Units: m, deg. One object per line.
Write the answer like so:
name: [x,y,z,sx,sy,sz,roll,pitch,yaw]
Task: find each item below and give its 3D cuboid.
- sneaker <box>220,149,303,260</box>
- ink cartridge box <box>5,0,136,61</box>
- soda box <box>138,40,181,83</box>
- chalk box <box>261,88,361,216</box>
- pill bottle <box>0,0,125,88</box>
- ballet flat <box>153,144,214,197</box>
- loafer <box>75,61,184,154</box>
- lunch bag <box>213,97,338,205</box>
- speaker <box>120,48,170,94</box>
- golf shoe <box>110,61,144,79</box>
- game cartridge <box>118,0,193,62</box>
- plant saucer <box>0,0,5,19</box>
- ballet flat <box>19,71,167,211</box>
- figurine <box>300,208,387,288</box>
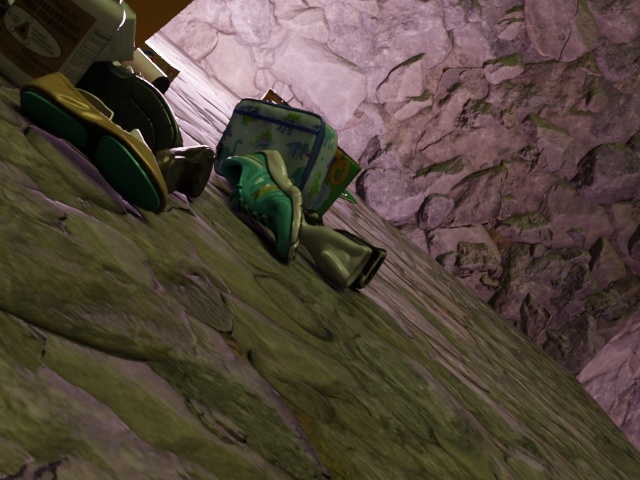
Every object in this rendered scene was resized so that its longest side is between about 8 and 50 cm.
sneaker: [-0.099,-0.059,1.713,0.109,0.107,0.275,-2,36,-21]
ink cartridge box: [-0.379,-0.322,1.515,0.175,0.072,0.127,-6,30,-23]
soda box: [-0.424,-0.447,2.410,0.181,0.058,0.061,43,8,14]
chalk box: [-0.044,-0.160,2.187,0.289,0.179,0.180,38,7,-25]
pill bottle: [-0.343,-0.311,1.367,0.131,0.229,0.131,39,8,-6]
ballet flat: [-0.210,-0.103,1.460,0.058,0.084,0.250,17,9,8]
loafer: [-0.296,-0.209,1.556,0.267,0.096,0.084,41,1,23]
lunch bag: [-0.086,-0.173,1.890,0.218,0.176,0.090,20,-6,29]
speaker: [-0.383,-0.367,2.167,0.136,0.055,0.055,45,9,31]
golf shoe: [-0.395,-0.313,1.841,0.176,0.069,0.086,44,-12,7]
game cartridge: [-0.380,-0.487,1.834,0.053,0.285,0.324,53,4,30]
plant saucer: [-0.579,-0.429,1.614,0.278,0.041,0.278,39,7,-6]
ballet flat: [-0.264,-0.130,1.238,0.232,0.080,0.073,40,46,2]
figurine: [0.000,0.000,1.876,0.209,0.092,0.215,34,7,14]
